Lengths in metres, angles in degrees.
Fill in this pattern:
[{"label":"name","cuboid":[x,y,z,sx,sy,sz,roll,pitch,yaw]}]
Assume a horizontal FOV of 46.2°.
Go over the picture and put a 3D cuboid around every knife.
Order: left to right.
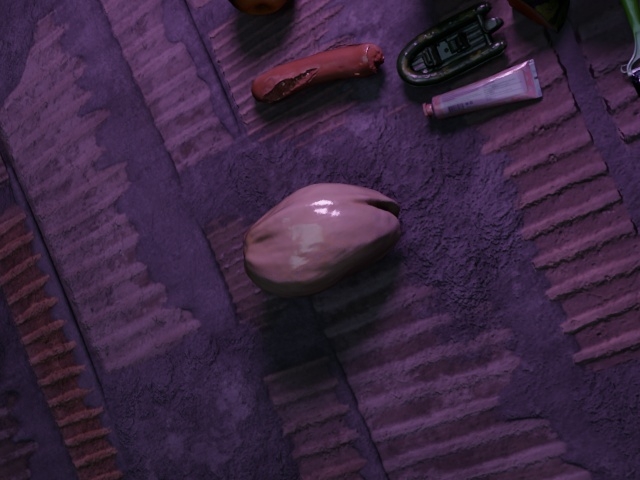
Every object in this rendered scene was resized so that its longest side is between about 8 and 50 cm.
[{"label":"knife","cuboid":[0.516,-0.356,1.233,0.078,0.022,0.166,-17,92,21]}]

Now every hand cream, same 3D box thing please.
[{"label":"hand cream","cuboid":[0.288,-0.264,1.357,0.209,0.043,0.067,-13,94,22]}]

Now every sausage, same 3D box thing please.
[{"label":"sausage","cuboid":[-0.016,-0.330,1.478,0.304,0.078,0.078,-9,94,27]}]

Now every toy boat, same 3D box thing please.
[{"label":"toy boat","cuboid":[0.235,-0.348,1.361,0.210,0.052,0.104,-21,90,27]}]

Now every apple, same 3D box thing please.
[{"label":"apple","cuboid":[-0.124,-0.506,1.466,0.146,0.146,0.147,4,100,26]}]

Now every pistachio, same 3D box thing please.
[{"label":"pistachio","cuboid":[0.000,0.000,1.457,0.331,0.208,0.226,-25,130,14]}]

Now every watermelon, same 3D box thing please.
[{"label":"watermelon","cuboid":[0.364,-0.410,1.285,0.094,0.125,0.135,-14,112,57]}]

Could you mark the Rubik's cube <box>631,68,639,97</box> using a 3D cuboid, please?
[{"label":"Rubik's cube","cuboid":[0.621,-0.189,1.081,0.248,0.250,0.246,-30,84,25]}]
